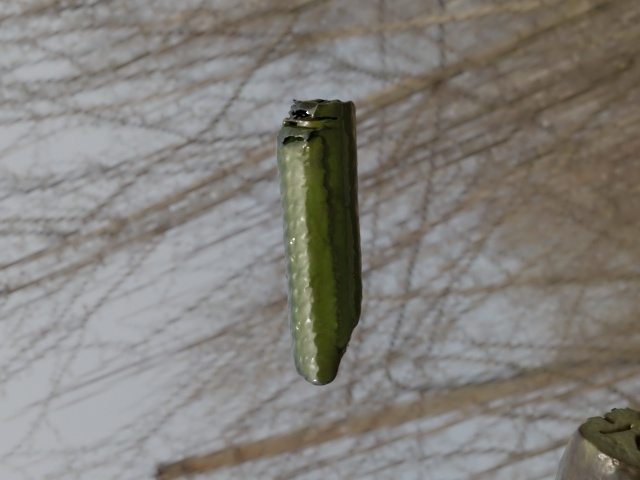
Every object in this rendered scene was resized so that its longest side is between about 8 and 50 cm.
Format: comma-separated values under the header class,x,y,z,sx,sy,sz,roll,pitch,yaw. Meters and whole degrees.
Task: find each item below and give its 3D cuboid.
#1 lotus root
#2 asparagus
class,x,y,z,sx,sy,sz,roll,pitch,yaw
lotus root,0.426,0.295,1.968,0.138,0.235,0.119,-120,30,-56
asparagus,0.000,0.000,2.007,0.128,0.108,0.381,131,137,-79
